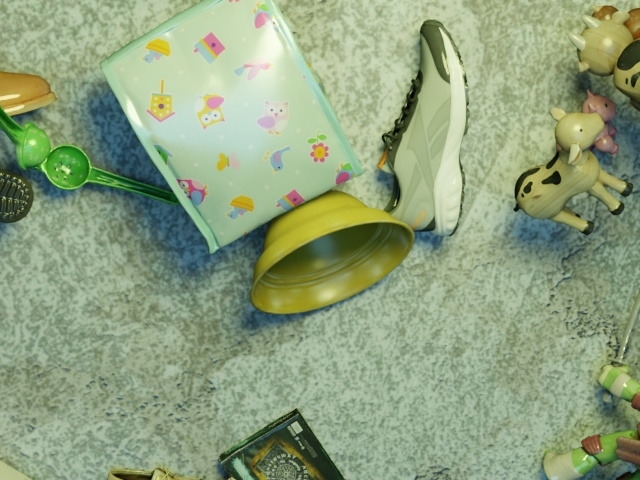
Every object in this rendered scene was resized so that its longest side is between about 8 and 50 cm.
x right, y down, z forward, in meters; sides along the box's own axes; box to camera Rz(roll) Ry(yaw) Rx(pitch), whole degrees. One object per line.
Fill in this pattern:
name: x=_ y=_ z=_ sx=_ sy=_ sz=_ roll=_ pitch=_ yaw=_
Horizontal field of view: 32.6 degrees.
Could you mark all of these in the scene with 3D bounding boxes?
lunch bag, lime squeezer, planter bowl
lunch bag: x=-0.107 y=-0.155 z=1.294 sx=0.223 sy=0.160 sz=0.262 roll=-29 pitch=112 yaw=2
lime squeezer: x=-0.309 y=-0.096 z=1.291 sx=0.310 sy=0.110 sz=0.059 roll=32 pitch=81 yaw=-50
planter bowl: x=0.000 y=0.000 z=1.358 sx=0.217 sy=0.217 sz=0.090 roll=-23 pitch=65 yaw=-1

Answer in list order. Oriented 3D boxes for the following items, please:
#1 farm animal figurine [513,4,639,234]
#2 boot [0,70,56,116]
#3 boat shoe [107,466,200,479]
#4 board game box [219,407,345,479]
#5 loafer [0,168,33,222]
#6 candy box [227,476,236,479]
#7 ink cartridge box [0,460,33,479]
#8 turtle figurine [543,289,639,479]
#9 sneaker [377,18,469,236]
farm animal figurine: x=0.360 y=-0.173 z=1.270 sx=0.172 sy=0.327 sz=0.330 roll=28 pitch=82 yaw=-25
boot: x=-0.453 y=-0.246 z=1.266 sx=0.283 sy=0.109 sz=0.220 roll=0 pitch=100 yaw=0
boat shoe: x=-0.219 y=0.327 z=1.458 sx=0.135 sy=0.050 sz=0.045 roll=1 pitch=110 yaw=-7
board game box: x=-0.036 y=0.336 z=1.496 sx=0.126 sy=0.026 sz=0.186 roll=-31 pitch=106 yaw=2
loafer: x=-0.453 y=-0.071 z=1.309 sx=0.220 sy=0.078 sz=0.080 roll=22 pitch=84 yaw=-11
candy box: x=-0.138 y=0.453 z=1.475 sx=0.159 sy=0.071 sz=0.233 roll=41 pitch=104 yaw=-15
ink cartridge box: x=-0.512 y=0.354 z=1.394 sx=0.283 sy=0.117 sz=0.207 roll=36 pitch=97 yaw=-14
turtle figurine: x=0.450 y=0.257 z=1.499 sx=0.198 sy=0.275 sz=0.266 roll=30 pitch=121 yaw=-36
sneaker: x=0.126 y=-0.136 z=1.359 sx=0.108 sy=0.100 sz=0.271 roll=1 pitch=104 yaw=-2
